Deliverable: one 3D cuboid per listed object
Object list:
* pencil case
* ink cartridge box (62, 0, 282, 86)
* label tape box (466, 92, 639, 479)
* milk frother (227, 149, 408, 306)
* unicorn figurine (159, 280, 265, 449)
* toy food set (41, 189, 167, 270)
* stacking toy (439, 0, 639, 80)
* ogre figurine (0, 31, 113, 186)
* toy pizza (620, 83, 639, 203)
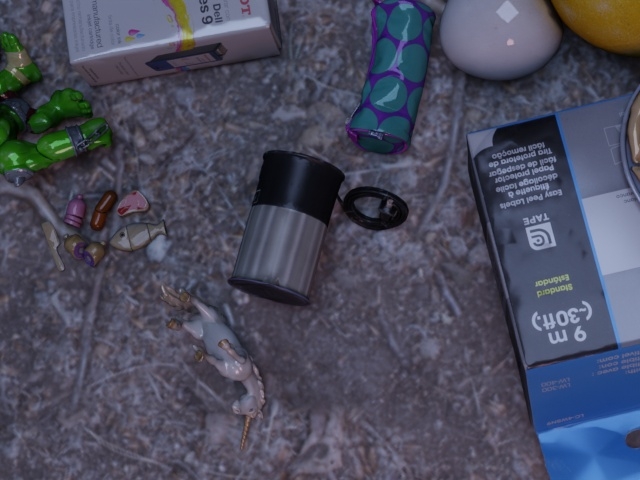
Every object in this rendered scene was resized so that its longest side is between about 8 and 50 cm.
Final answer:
[{"bbox_3d":[0.071,-0.168,1.435,0.070,0.064,0.151,14,81,-8],"label":"pencil case"},{"bbox_3d":[-0.156,-0.259,1.465,0.212,0.093,0.154,-8,78,3],"label":"ink cartridge box"},{"bbox_3d":[0.295,0.043,1.317,0.249,0.115,0.347,-13,73,3],"label":"label tape box"},{"bbox_3d":[0.000,0.000,1.381,0.143,0.129,0.134,12,78,15],"label":"milk frother"},{"bbox_3d":[-0.098,0.111,1.395,0.060,0.111,0.162,-26,63,12],"label":"unicorn figurine"},{"bbox_3d":[-0.227,-0.017,1.466,0.122,0.019,0.078,-23,78,2],"label":"toy food set"},{"bbox_3d":[0.326,-0.295,1.344,0.480,0.350,0.350,-23,78,19],"label":"stacking toy"},{"bbox_3d":[-0.321,-0.131,1.465,0.197,0.097,0.118,44,69,-3],"label":"ogre figurine"},{"bbox_3d":[0.372,-0.087,1.271,0.201,0.032,0.201,-1,76,4],"label":"toy pizza"}]
